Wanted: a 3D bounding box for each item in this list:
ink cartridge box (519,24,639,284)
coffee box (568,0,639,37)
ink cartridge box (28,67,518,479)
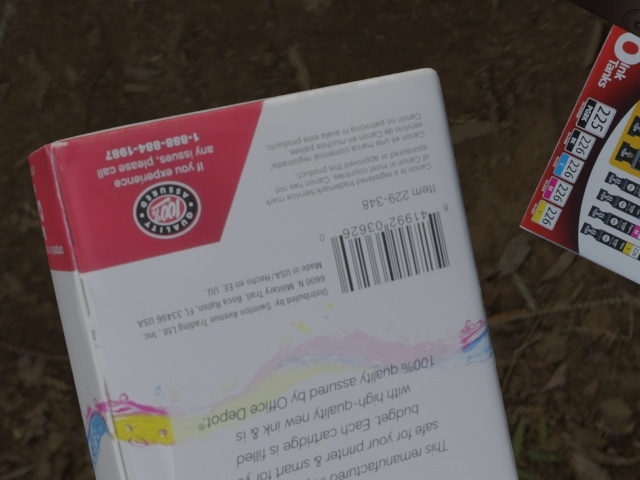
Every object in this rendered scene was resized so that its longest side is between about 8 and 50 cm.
[{"bbox_3d":[0.456,-0.106,1.768,0.271,0.130,0.310,26,106,12],"label":"ink cartridge box"},{"bbox_3d":[0.156,-0.189,0.521,0.141,0.098,0.246,31,158,11],"label":"coffee box"},{"bbox_3d":[-0.025,0.073,0.771,0.226,0.131,0.306,-12,96,-19],"label":"ink cartridge box"}]
